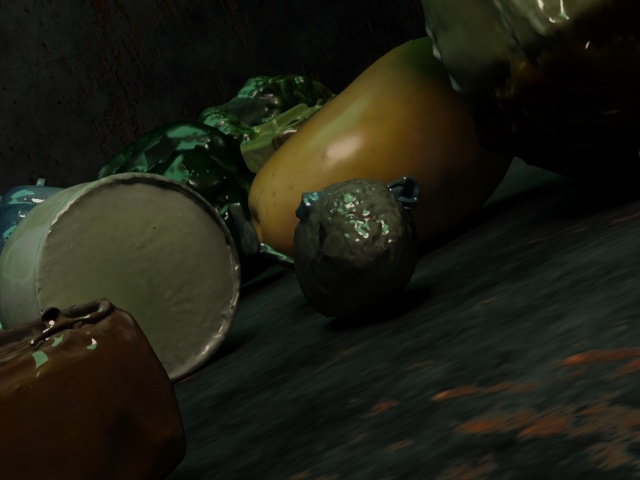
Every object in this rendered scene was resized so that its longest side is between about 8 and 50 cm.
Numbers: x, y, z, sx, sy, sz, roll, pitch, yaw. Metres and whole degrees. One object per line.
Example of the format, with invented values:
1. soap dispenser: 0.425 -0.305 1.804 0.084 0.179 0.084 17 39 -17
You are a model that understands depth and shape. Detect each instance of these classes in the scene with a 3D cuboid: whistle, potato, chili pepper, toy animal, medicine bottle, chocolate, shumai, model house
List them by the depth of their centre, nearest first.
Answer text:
1. chocolate: -0.170 0.102 0.610 0.214 0.093 0.148 -21 5 45
2. shumai: 0.164 -0.210 0.832 0.324 0.323 0.397 -2 -31 -21
3. toy animal: 0.005 0.007 0.873 0.070 0.079 0.253 -4 -1 -16
4. medicine bottle: -0.142 0.031 0.991 0.147 0.147 0.143 -27 8 -25
5. potato: 0.051 -0.058 1.034 0.234 0.146 0.150 -44 -30 -31
6. whistle: -0.282 0.040 1.380 0.093 0.269 0.180 2 -40 -6
7. chili pepper: -0.157 0.004 1.396 0.261 0.174 0.165 -30 25 30
8. model house: 0.010 -0.099 1.557 0.189 0.195 0.214 -10 16 46

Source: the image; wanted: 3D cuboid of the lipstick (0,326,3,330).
1. lipstick: -0.231 0.100 1.139 0.252 0.077 0.079 -24 4 13
